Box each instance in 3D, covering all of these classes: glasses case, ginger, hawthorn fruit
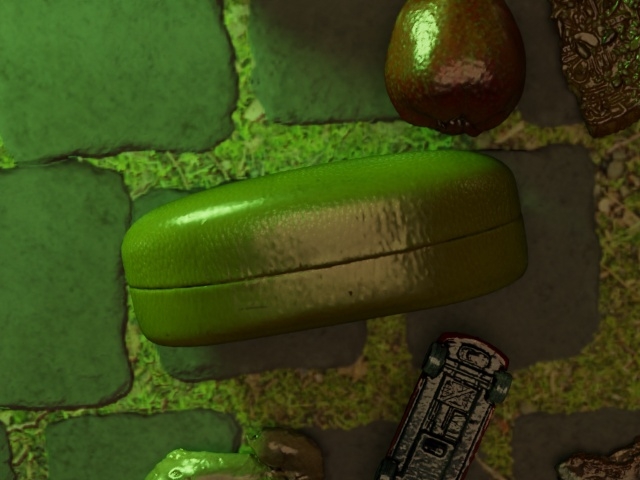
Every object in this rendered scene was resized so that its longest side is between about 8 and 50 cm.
[{"bbox_3d":[0.000,0.000,1.161,0.371,0.173,0.141,-10,99,5],"label":"glasses case"},{"bbox_3d":[-0.076,0.259,1.253,0.214,0.059,0.133,-15,91,3],"label":"ginger"},{"bbox_3d":[0.123,-0.167,1.165,0.133,0.133,0.138,0,81,3],"label":"hawthorn fruit"}]

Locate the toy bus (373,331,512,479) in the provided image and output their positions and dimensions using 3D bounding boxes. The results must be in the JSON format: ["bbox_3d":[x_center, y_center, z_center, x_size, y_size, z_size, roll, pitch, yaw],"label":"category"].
[{"bbox_3d":[0.113,0.179,1.217,0.081,0.089,0.195,22,98,0],"label":"toy bus"}]

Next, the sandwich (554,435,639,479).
[{"bbox_3d":[0.300,0.228,1.243,0.135,0.029,0.067,-15,96,4],"label":"sandwich"}]

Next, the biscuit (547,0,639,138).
[{"bbox_3d":[0.280,-0.208,1.197,0.126,0.025,0.206,-16,96,5],"label":"biscuit"}]
